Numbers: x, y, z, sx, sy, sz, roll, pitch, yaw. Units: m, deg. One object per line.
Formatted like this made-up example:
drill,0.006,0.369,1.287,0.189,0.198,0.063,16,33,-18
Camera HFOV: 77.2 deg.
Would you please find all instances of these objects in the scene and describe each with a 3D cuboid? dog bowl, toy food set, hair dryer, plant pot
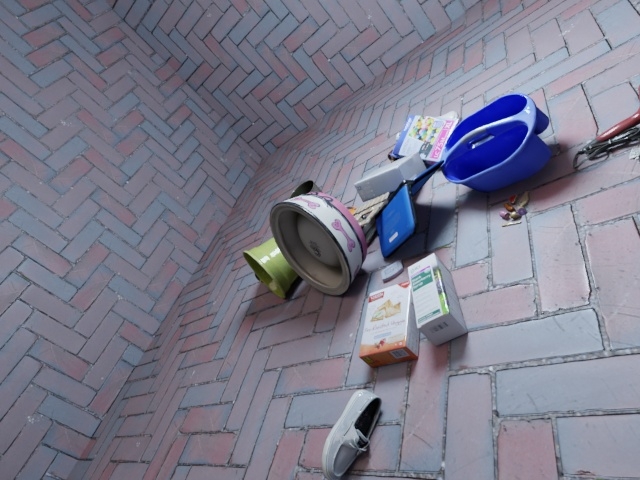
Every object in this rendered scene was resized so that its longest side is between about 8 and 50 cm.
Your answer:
dog bowl,0.000,0.000,1.491,0.150,0.408,0.408,-39,19,-29
toy food set,0.559,-0.096,1.165,0.078,0.019,0.122,-15,39,49
hair dryer,0.805,-0.315,1.038,0.293,0.080,0.223,-50,24,-10
plant pot,-0.163,0.075,1.799,0.254,0.276,0.276,-42,23,-18

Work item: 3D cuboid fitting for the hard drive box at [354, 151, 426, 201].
hard drive box,0.283,-0.258,1.636,0.232,0.089,0.181,-17,16,48

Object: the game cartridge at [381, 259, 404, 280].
game cartridge,0.245,0.104,1.364,0.083,0.017,0.056,-35,23,23

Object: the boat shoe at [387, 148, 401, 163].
boat shoe,0.359,-0.369,1.830,0.073,0.073,0.207,-46,24,-3

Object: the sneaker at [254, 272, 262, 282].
sneaker,-0.180,0.042,1.983,0.385,0.145,0.147,-41,11,-5

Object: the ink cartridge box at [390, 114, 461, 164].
ink cartridge box,0.425,-0.423,1.673,0.311,0.065,0.185,28,95,52

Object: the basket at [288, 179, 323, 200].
basket,-0.017,-0.155,1.916,0.154,0.227,0.204,-46,25,-1

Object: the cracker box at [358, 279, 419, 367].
cracker box,0.206,0.238,1.160,0.156,0.067,0.232,-26,31,36

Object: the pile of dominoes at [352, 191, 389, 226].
pile of dominoes,0.166,-0.085,1.521,0.196,0.040,0.251,-49,12,-27

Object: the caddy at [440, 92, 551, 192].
caddy,0.524,-0.294,1.232,0.341,0.179,0.241,-26,50,56

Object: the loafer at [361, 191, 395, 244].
loafer,0.233,-0.088,1.625,0.267,0.084,0.096,-47,-7,-11

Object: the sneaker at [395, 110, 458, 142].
sneaker,0.472,-0.494,1.793,0.292,0.118,0.110,-29,28,30

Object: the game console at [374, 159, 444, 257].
game console,0.315,-0.100,1.377,0.293,0.173,0.250,117,148,-67

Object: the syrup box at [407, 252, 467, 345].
syrup box,0.311,0.154,1.088,0.093,0.096,0.237,-34,28,26

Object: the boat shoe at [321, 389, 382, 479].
boat shoe,0.082,0.475,0.982,0.081,0.079,0.227,-17,34,54

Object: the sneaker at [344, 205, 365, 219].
sneaker,0.068,-0.033,1.711,0.321,0.124,0.180,-52,25,-16
